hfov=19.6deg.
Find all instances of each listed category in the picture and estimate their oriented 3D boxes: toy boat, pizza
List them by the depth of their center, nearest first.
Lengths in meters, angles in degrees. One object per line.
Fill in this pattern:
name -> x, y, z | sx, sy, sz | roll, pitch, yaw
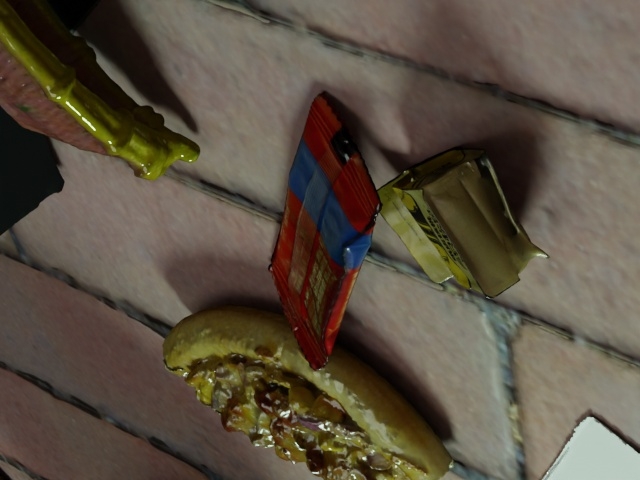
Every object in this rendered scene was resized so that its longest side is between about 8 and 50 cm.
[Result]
toy boat -> -0.190, -0.157, 1.119 | 0.318, 0.099, 0.141 | 59, -172, -21
pizza -> -0.017, 0.107, 1.250 | 0.246, 0.058, 0.127 | 32, 147, 27

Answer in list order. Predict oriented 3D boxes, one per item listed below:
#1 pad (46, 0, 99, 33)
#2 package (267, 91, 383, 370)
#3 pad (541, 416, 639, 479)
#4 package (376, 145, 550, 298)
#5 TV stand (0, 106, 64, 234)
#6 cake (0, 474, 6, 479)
pad -> -0.196, -0.206, 1.161 | 0.163, 0.004, 0.243 | 50, 150, -5
package -> 0.000, 0.000, 1.121 | 0.083, 0.022, 0.200 | 60, 156, 24
pad -> 0.228, 0.210, 1.116 | 0.232, 0.004, 0.156 | 39, 148, 13
package -> 0.075, -0.011, 1.004 | 0.071, 0.047, 0.131 | 54, 174, -6
TV stand -> -0.265, -0.126, 1.250 | 0.083, 0.088, 0.269 | 25, 146, 37
cake -> -0.386, 0.234, 1.817 | 0.185, 0.116, 0.080 | 43, 152, -4
